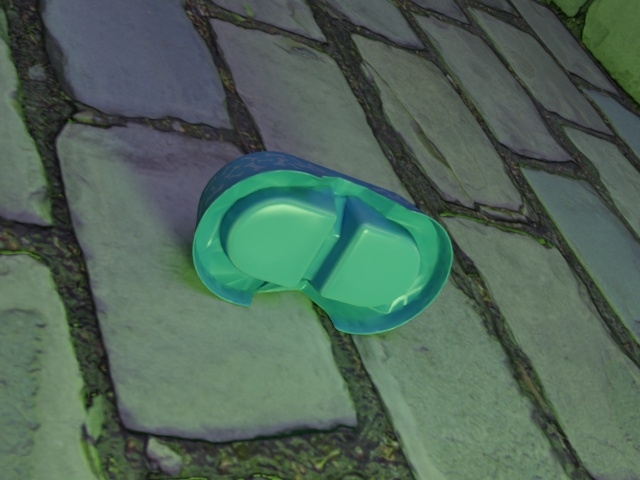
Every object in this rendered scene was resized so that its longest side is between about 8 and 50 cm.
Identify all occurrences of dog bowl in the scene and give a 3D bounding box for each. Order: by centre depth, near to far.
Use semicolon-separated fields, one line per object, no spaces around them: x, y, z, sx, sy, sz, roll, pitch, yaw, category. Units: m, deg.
0.000;0.000;0.922;0.297;0.166;0.074;17;27;-29;dog bowl
